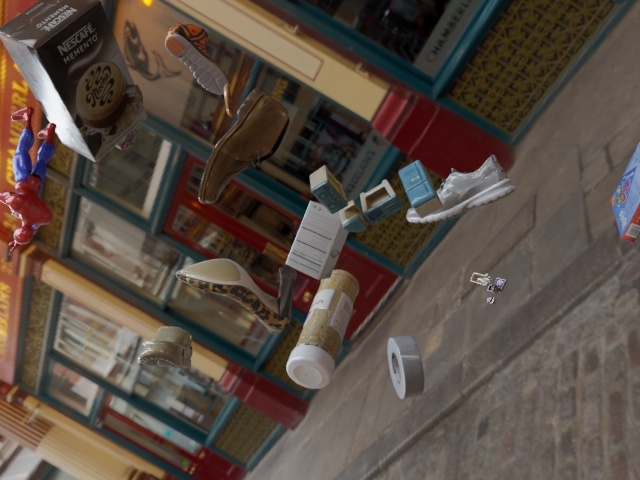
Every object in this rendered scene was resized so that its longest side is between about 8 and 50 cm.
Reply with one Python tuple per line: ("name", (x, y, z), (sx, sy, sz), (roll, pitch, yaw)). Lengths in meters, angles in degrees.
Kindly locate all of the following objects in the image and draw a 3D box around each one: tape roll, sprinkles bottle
("tape roll", (0.303, 0.451, 2.088), (0.219, 0.072, 0.220), (172, 90, -82))
("sprinkles bottle", (0.015, 0.235, 1.612), (0.121, 0.121, 0.355), (-59, 5, 41))

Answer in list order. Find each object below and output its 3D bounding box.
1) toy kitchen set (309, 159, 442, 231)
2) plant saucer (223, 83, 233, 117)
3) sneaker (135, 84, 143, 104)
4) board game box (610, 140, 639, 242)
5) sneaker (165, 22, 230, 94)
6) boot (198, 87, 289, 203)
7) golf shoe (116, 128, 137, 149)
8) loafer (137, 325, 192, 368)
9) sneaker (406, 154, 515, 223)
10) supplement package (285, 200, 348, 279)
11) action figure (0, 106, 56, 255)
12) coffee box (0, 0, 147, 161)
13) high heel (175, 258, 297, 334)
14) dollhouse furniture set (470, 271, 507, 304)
("toy kitchen set", (0.109, -0.103, 1.184), (0.207, 0.166, 0.122), (-30, 42, 16))
("plant saucer", (-0.232, -0.351, 1.466), (0.083, 0.013, 0.084), (172, 90, -87))
("sneaker", (-0.528, -0.345, 1.463), (0.066, 0.188, 0.071), (41, -131, -72))
("board game box", (0.631, -0.105, 1.161), (0.281, 0.027, 0.145), (-40, -29, -61))
("sneaker", (-0.471, -0.753, 2.365), (0.124, 0.321, 0.180), (-21, 40, 31))
("boot", (-0.181, -0.206, 1.384), (0.305, 0.115, 0.112), (-59, -2, -5))
("golf shoe", (-0.738, -0.378, 1.975), (0.306, 0.140, 0.115), (-26, -39, -87))
("loafer", (-0.344, 0.238, 1.311), (0.268, 0.101, 0.092), (114, 160, -76))
("sneaker", (0.340, -0.121, 1.468), (0.281, 0.115, 0.105), (-22, -7, 29))
("supplement package", (0.000, 0.000, 1.532), (0.180, 0.105, 0.105), (-68, -16, 7))
("action figure", (-0.541, -0.093, 1.035), (0.139, 0.091, 0.281), (-30, 53, 17))
("coffee box", (-0.494, -0.333, 1.197), (0.168, 0.118, 0.297), (-52, -23, -26))
("high heel", (-0.187, 0.137, 1.285), (0.093, 0.261, 0.186), (-97, 15, -54))
("dollhouse furniture set", (0.493, 0.133, 1.804), (0.114, 0.081, 0.091), (17, 74, 52))
